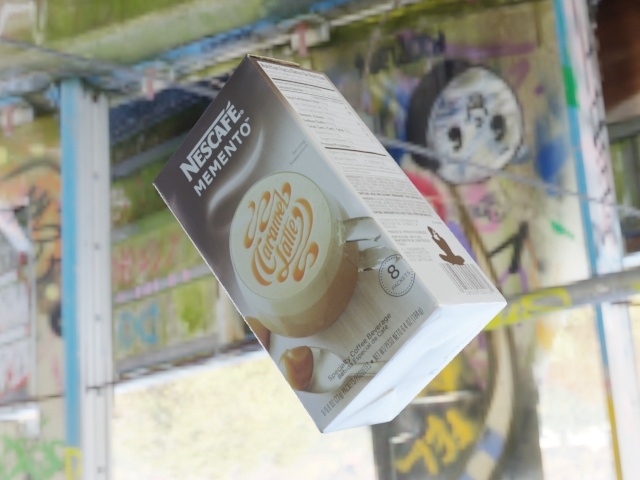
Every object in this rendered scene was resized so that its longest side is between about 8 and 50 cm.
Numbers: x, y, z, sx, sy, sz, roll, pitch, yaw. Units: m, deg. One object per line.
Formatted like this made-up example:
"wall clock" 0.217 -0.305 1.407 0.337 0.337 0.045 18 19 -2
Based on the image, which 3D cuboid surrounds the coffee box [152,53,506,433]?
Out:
"coffee box" 0.000 0.000 0.890 0.098 0.246 0.141 1 135 -53
